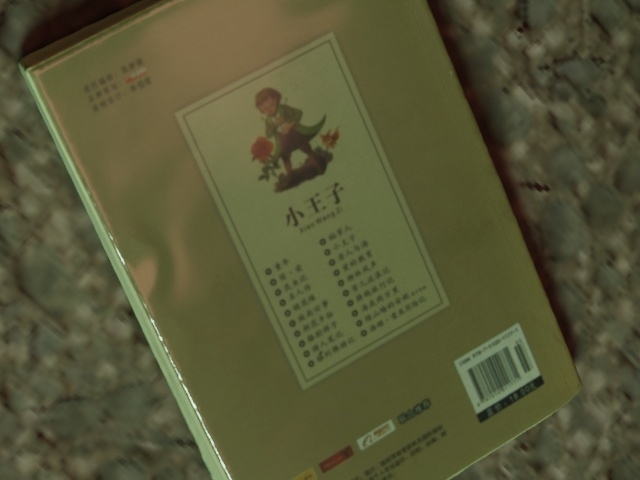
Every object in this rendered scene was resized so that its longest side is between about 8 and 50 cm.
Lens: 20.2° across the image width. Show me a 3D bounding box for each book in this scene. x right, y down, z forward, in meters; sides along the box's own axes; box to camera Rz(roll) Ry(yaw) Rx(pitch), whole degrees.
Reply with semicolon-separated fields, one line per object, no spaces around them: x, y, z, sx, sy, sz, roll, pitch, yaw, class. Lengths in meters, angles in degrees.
0.000;0.000;0.610;0.138;0.016;0.198;-29;107;-18;book
